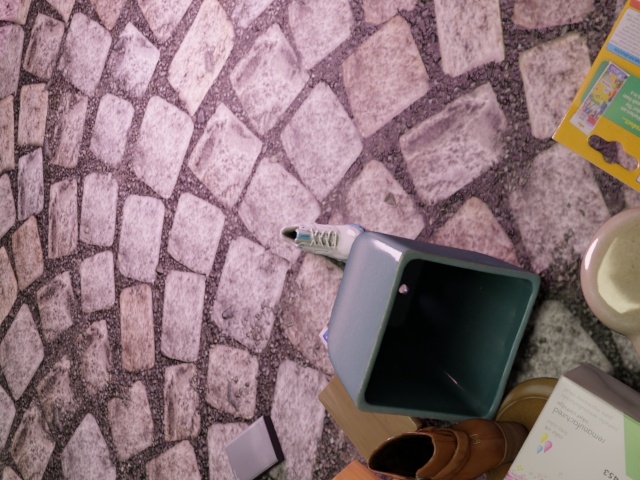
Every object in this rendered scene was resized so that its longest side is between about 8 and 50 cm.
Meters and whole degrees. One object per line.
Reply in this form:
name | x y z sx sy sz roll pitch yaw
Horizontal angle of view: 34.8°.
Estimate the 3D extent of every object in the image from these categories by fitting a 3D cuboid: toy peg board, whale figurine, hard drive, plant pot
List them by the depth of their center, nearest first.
whale figurine | 0.477 0.067 1.332 0.272 0.141 0.216 25 92 21
plant pot | 0.329 0.322 1.514 0.236 0.032 0.236 -5 83 46
plant pot | 0.141 0.110 1.590 0.252 0.247 0.248 38 114 61
toy peg board | 0.100 0.272 1.721 0.161 0.079 0.161 51 138 16
hard drive | -0.130 0.414 1.998 0.135 0.022 0.094 -43 58 36

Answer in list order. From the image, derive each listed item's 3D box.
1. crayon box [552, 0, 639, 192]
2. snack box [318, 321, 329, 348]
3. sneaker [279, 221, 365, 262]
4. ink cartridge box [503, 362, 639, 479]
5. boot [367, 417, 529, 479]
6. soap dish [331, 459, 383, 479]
crayon box | 0.477 -0.229 1.365 0.203 0.083 0.323 42 113 41
snack box | 0.060 0.214 1.815 0.064 0.022 0.178 -55 51 29
sneaker | 0.000 0.000 1.857 0.190 0.083 0.071 3 87 45
ink cartridge box | 0.350 0.371 1.385 0.207 0.119 0.353 32 109 25
boot | 0.149 0.343 1.517 0.283 0.220 0.109 -31 64 40
soap dish | 0.097 0.534 1.676 0.291 0.118 0.229 31 108 45
